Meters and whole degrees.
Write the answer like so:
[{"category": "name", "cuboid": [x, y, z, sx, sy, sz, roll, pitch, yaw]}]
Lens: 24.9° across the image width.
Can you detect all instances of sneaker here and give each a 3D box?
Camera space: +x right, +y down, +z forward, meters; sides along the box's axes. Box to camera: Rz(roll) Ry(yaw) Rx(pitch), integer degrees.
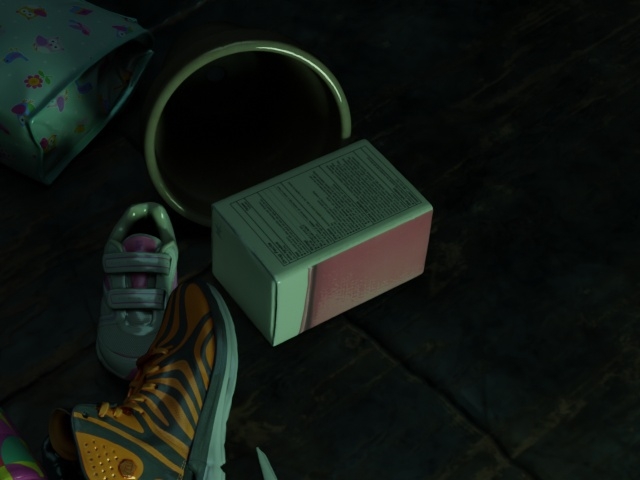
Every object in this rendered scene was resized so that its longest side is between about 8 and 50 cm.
[{"category": "sneaker", "cuboid": [-0.218, 0.053, 1.715, 0.102, 0.111, 0.252, -3, 47, -7]}, {"category": "sneaker", "cuboid": [-0.193, 0.169, 1.540, 0.180, 0.124, 0.321, 16, 52, -23]}]

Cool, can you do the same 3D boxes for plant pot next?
[{"category": "plant pot", "cuboid": [-0.114, -0.178, 1.874, 0.263, 0.263, 0.229, -8, 31, -11]}]

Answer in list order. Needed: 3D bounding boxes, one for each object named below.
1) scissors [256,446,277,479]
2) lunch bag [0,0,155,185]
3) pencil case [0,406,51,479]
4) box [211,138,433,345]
[{"category": "scissors", "cuboid": [-0.027, 0.340, 1.519, 0.109, 0.021, 0.297, -26, 55, -23]}, {"category": "lunch bag", "cuboid": [-0.379, -0.232, 1.945, 0.223, 0.160, 0.262, 25, 55, 19]}, {"category": "pencil case", "cuboid": [-0.378, 0.213, 1.567, 0.104, 0.104, 0.236, -25, 55, -25]}, {"category": "box", "cuboid": [0.000, 0.000, 1.771, 0.232, 0.127, 0.148, -25, 53, -24]}]
